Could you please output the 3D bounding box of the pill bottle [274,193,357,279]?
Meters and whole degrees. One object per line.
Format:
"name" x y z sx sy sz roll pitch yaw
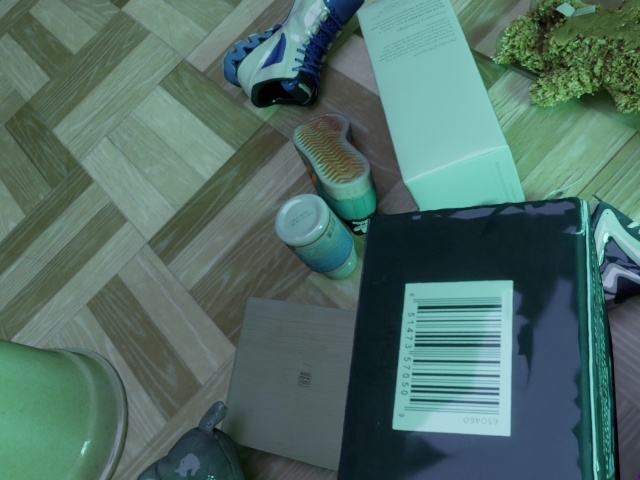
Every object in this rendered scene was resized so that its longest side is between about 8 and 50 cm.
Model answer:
"pill bottle" 0.000 0.000 1.069 0.087 0.160 0.087 -12 59 20

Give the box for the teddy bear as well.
"teddy bear" 0.427 -0.303 1.075 0.338 0.113 0.245 19 66 41

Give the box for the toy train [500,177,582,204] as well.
"toy train" 0.291 0.021 0.965 0.248 0.105 0.143 -25 71 3

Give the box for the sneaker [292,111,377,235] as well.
"sneaker" 0.025 -0.116 1.162 0.108 0.121 0.302 -17 34 -1

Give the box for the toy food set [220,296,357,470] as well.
"toy food set" -0.003 0.211 1.012 0.306 0.092 0.219 4 77 30

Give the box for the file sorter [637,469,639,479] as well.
"file sorter" 0.461 0.181 0.718 0.182 0.202 0.290 14 70 30

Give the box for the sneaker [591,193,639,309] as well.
"sneaker" 0.419 -0.005 0.895 0.235 0.094 0.152 -20 69 22

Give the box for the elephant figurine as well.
"elephant figurine" -0.131 0.389 0.937 0.169 0.186 0.239 -32 56 -25

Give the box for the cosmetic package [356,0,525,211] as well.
"cosmetic package" 0.184 -0.206 1.072 0.155 0.197 0.365 -21 58 14

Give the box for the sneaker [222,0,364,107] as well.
"sneaker" -0.029 -0.357 1.316 0.316 0.127 0.182 -37 57 12

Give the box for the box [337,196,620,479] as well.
"box" 0.196 0.182 0.726 0.212 0.395 0.293 -4 62 24

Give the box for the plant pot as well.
"plant pot" -0.539 0.286 1.088 0.334 0.305 0.333 -12 60 20
